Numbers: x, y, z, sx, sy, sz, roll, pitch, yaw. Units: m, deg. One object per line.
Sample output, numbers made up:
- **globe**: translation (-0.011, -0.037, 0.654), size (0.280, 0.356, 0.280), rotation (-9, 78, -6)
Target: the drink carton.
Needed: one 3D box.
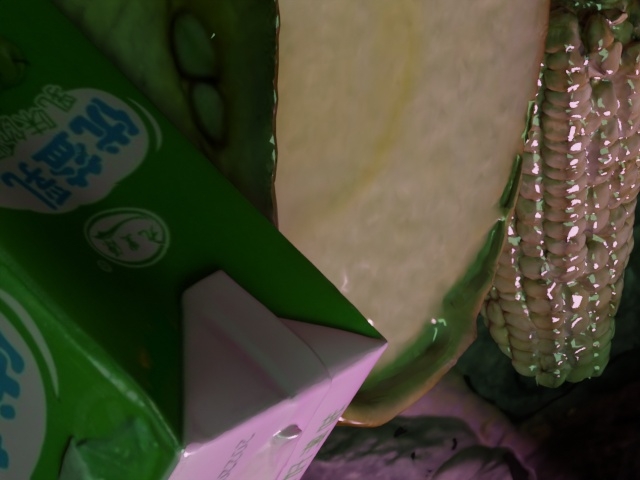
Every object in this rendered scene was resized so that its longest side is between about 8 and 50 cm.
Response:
- **drink carton**: translation (-0.127, 0.012, 0.604), size (0.108, 0.271, 0.161), rotation (-24, 152, -46)

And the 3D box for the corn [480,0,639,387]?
- **corn**: translation (0.106, -0.032, 0.813), size (0.087, 0.087, 0.211), rotation (-11, 131, -16)

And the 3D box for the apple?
- **apple**: translation (-0.032, -0.096, 0.641), size (0.254, 0.179, 0.346), rotation (-3, 112, -12)

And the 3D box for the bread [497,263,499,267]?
- **bread**: translation (0.000, 0.000, 0.780), size (0.156, 0.064, 0.117), rotation (-41, 104, 3)
